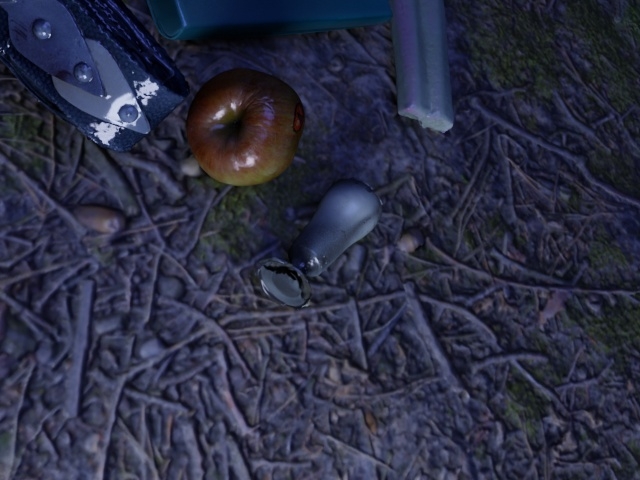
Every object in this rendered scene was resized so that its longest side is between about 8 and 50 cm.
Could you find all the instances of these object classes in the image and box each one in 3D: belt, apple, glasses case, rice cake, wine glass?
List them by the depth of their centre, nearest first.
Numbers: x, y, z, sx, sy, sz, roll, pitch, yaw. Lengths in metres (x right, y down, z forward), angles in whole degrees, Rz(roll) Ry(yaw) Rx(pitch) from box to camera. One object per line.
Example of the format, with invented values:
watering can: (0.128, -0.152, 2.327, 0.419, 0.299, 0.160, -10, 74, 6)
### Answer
belt: (-0.244, -0.185, 0.992, 0.218, 0.128, 0.122, 46, 15, -8)
apple: (-0.080, -0.118, 1.061, 0.126, 0.126, 0.102, 66, 12, 10)
wine glass: (0.000, 0.000, 1.080, 0.072, 0.072, 0.155, 46, 52, -5)
glasses case: (-0.060, -0.297, 1.189, 0.301, 0.070, 0.117, -11, 81, -36)
rice cake: (0.126, -0.245, 1.291, 0.080, 0.042, 0.222, 11, 64, -29)
